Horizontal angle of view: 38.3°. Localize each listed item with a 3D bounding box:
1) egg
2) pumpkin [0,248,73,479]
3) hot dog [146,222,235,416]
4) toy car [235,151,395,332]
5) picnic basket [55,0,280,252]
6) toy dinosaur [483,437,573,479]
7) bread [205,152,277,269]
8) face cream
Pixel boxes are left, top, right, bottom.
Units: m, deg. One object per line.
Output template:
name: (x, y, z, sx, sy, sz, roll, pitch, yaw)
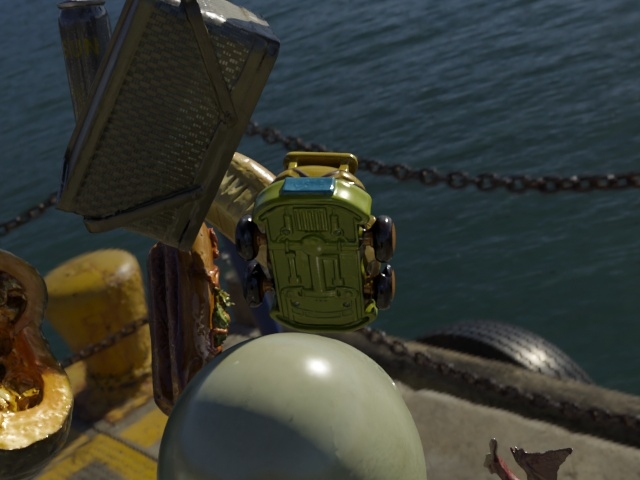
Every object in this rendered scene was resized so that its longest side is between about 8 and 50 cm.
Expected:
egg: (-0.023, 0.193, 0.747, 0.219, 0.269, 0.219, 0, 54, 0)
pumpkin: (-0.442, 0.158, 1.146, 0.222, 0.139, 0.317, 1, 54, -33)
hot dog: (-0.215, 0.125, 1.536, 0.117, 0.349, 0.158, 6, -30, -28)
toy car: (0.000, 0.000, 1.200, 0.200, 0.248, 0.142, 4, 43, 6)
picnic basket: (-0.159, -0.138, 0.939, 0.139, 0.267, 0.165, 20, 19, -20)
toy dinosaur: (0.173, 0.217, 0.783, 0.032, 0.108, 0.220, -40, -14, -34)
bread: (-0.105, -0.049, 1.466, 0.106, 0.236, 0.140, -49, -5, -21)
face cream: (-0.324, -0.229, 1.319, 0.073, 0.283, 0.073, -6, 14, 1)
